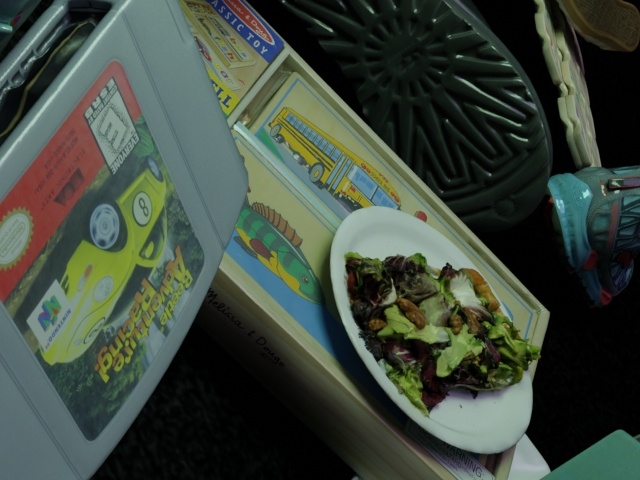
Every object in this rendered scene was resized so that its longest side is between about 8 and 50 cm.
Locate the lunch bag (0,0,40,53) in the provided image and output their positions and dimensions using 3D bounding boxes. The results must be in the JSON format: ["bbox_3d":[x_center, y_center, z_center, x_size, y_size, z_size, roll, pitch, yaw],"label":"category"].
[{"bbox_3d":[-0.216,-0.172,0.682,0.160,0.223,0.262,21,49,-35],"label":"lunch bag"}]

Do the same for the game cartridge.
[{"bbox_3d":[-0.132,0.006,0.677,0.196,0.060,0.294,74,35,-45],"label":"game cartridge"}]

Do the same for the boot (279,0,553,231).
[{"bbox_3d":[0.125,-0.254,1.288,0.367,0.146,0.445,54,26,-16],"label":"boot"}]

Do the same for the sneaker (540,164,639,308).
[{"bbox_3d":[0.299,-0.005,1.259,0.262,0.125,0.104,32,42,-67],"label":"sneaker"}]

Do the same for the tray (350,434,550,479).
[{"bbox_3d":[0.088,0.192,0.950,0.145,0.030,0.270,55,33,-6],"label":"tray"}]

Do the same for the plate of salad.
[{"bbox_3d":[0.088,0.055,0.904,0.200,0.048,0.200,31,40,-29],"label":"plate of salad"}]

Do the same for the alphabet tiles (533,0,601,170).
[{"bbox_3d":[0.276,-0.169,1.401,0.284,0.021,0.278,-87,155,-44],"label":"alphabet tiles"}]

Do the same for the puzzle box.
[{"bbox_3d":[0.000,0.000,0.942,0.409,0.052,0.272,44,34,-11],"label":"puzzle box"}]

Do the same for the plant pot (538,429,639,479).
[{"bbox_3d":[0.233,0.260,0.878,0.234,0.166,0.165,58,3,24],"label":"plant pot"}]

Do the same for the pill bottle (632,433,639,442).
[{"bbox_3d":[0.362,0.208,1.027,0.176,0.318,0.176,31,42,-34],"label":"pill bottle"}]

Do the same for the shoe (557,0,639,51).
[{"bbox_3d":[0.287,-0.254,1.389,0.219,0.058,0.076,23,82,-57],"label":"shoe"}]
